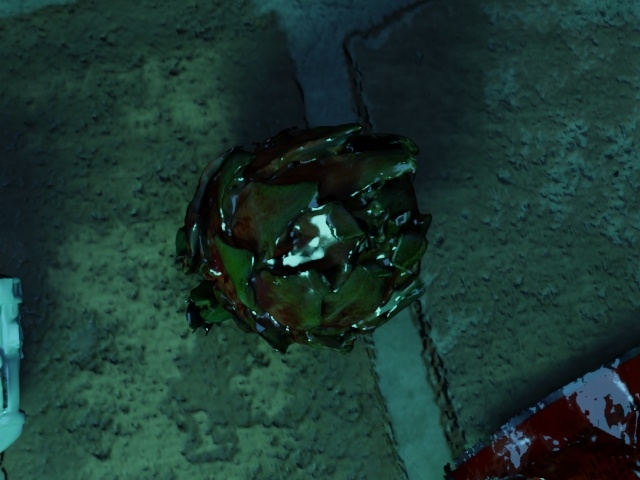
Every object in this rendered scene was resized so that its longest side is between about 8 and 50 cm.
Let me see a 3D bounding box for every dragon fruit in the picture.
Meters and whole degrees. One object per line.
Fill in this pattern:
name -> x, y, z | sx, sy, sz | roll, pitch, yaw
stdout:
dragon fruit -> -0.007, 0.000, 1.252 | 0.189, 0.182, 0.182 | 15, 70, 33

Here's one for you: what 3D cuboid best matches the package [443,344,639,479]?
package -> 0.224, 0.192, 1.339 | 0.269, 0.071, 0.194 | -17, 99, -21

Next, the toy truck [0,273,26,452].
toy truck -> -0.349, 0.106, 1.165 | 0.305, 0.136, 0.162 | -8, 88, -14
